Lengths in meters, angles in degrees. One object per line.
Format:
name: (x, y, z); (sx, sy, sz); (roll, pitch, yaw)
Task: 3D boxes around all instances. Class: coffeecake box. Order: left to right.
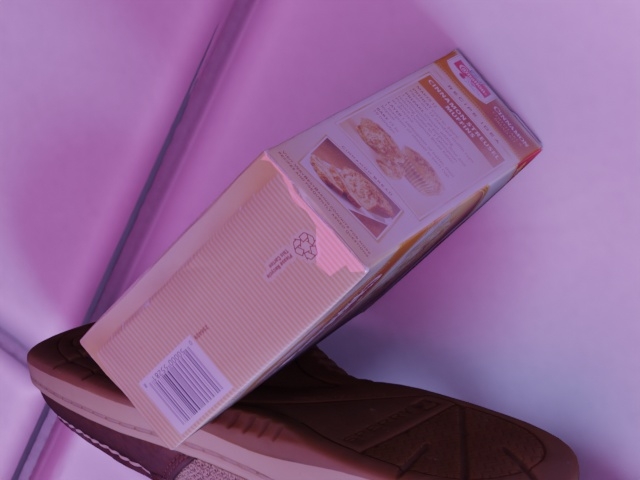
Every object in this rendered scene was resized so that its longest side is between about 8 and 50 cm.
coffeecake box: (0.000, 0.000, 0.902); (0.068, 0.185, 0.142); (49, 124, 5)

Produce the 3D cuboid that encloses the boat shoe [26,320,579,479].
boat shoe: (-0.021, 0.122, 0.965); (0.342, 0.123, 0.123); (15, 114, 41)
